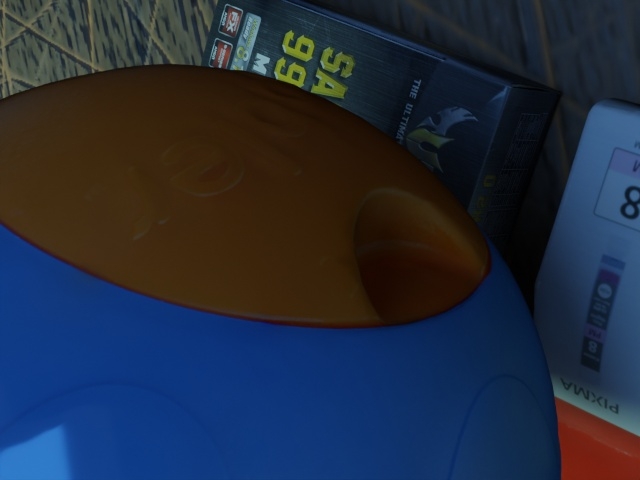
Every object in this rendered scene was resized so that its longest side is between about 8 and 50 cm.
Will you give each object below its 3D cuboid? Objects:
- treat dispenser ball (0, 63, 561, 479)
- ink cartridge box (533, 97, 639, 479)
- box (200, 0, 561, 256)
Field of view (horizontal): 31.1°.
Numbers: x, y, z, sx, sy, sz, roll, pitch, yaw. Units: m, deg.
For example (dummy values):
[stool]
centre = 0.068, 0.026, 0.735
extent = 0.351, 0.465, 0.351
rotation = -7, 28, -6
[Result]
[treat dispenser ball]
centre = -0.056, 0.079, 0.435
extent = 0.288, 0.288, 0.288
rotation = 3, 95, 37
[ink cartridge box]
centre = 0.172, 0.077, 0.480
extent = 0.189, 0.066, 0.232
rotation = 23, 102, 34
[box]
centre = 0.000, 0.000, 0.602
extent = 0.183, 0.056, 0.231
rotation = 28, 110, 33
